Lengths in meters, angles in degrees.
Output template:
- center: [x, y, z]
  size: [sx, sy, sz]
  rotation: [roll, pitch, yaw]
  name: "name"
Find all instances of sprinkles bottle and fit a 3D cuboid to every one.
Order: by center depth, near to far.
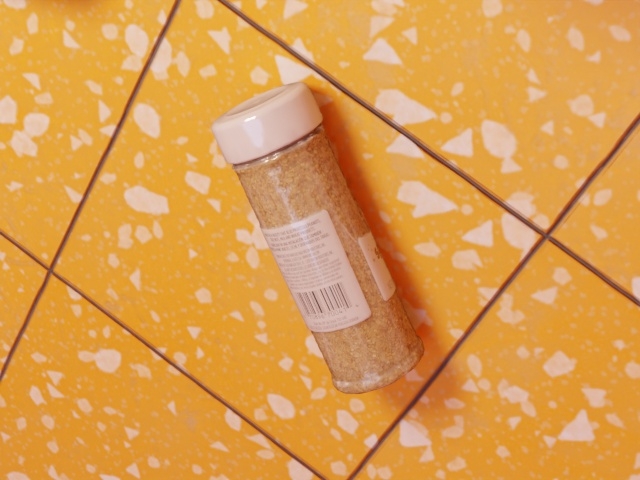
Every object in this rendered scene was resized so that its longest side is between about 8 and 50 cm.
- center: [0.000, 0.000, 1.397]
  size: [0.121, 0.121, 0.355]
  rotation: [-15, 108, 31]
  name: "sprinkles bottle"
